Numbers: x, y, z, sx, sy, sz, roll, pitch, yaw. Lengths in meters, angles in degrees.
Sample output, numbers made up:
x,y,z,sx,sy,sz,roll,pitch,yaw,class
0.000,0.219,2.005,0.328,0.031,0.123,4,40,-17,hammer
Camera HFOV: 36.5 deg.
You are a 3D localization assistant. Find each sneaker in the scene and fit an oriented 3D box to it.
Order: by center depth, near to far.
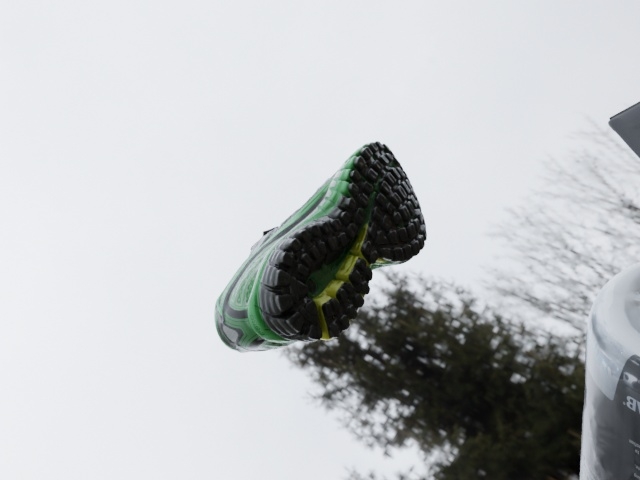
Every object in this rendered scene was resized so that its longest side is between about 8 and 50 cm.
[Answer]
x,y,z,sx,sy,sz,roll,pitch,yaw,class
0.000,0.000,1.050,0.343,0.146,0.134,-41,-74,-49,sneaker

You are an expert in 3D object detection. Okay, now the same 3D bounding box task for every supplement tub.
x,y,z,sx,sy,sz,roll,pitch,yaw,class
0.322,0.198,0.812,0.207,0.207,0.338,-25,-56,-32,supplement tub

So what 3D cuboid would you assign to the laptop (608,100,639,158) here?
x,y,z,sx,sy,sz,roll,pitch,yaw,class
0.729,-0.090,1.489,0.382,0.236,0.408,-28,-80,4,laptop
